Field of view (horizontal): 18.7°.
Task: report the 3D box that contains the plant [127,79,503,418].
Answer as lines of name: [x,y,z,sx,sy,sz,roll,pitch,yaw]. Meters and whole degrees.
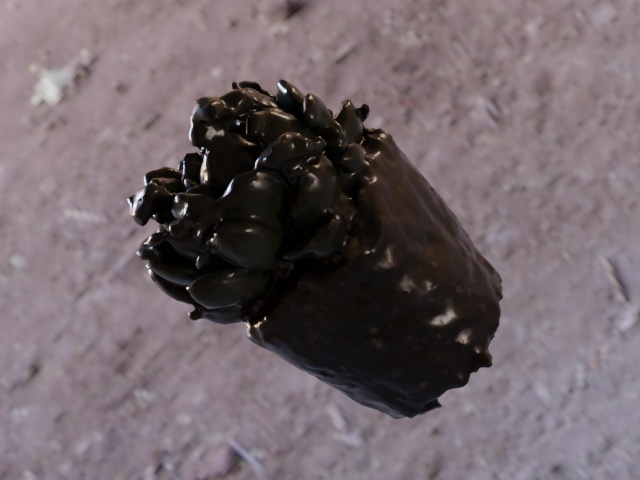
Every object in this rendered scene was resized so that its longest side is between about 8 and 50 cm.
plant: [0.000,0.000,0.709,0.094,0.143,0.092,-39,23,39]
